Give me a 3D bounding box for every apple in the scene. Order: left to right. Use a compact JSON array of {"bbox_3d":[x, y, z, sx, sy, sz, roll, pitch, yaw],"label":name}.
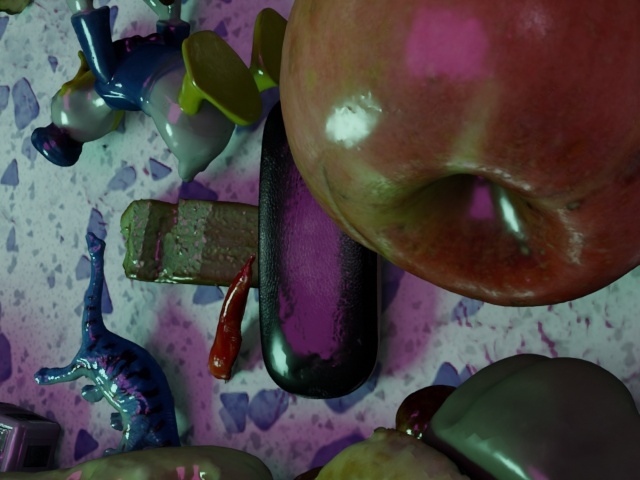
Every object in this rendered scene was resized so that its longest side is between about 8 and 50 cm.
[{"bbox_3d":[0.147,-0.143,1.049,0.364,0.364,0.364,-4,82,32],"label":"apple"}]

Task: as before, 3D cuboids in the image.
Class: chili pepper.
[{"bbox_3d":[-0.091,0.083,1.316,0.045,0.027,0.178,-93,17,-50],"label":"chili pepper"}]

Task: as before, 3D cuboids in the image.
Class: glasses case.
[{"bbox_3d":[0.000,0.000,1.276,0.122,0.075,0.314,-3,82,18],"label":"glasses case"}]

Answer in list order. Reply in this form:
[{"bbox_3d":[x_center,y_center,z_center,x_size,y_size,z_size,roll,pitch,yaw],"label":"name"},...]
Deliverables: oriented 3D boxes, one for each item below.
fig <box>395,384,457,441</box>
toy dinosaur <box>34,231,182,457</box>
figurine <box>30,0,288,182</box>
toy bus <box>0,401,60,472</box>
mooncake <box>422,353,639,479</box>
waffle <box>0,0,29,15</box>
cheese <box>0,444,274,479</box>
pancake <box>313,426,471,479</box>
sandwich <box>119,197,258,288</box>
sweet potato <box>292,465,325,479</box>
[{"bbox_3d":[0.113,0.200,1.193,0.089,0.089,0.125,12,113,33],"label":"fig"},{"bbox_3d":[-0.215,0.163,1.390,0.144,0.076,0.329,-33,81,26],"label":"toy dinosaur"},{"bbox_3d":[-0.217,-0.184,1.374,0.338,0.204,0.283,-29,83,35],"label":"figurine"},{"bbox_3d":[-0.374,0.291,1.471,0.108,0.096,0.199,13,88,27],"label":"toy bus"},{"bbox_3d":[0.213,0.205,1.023,0.135,0.275,0.275,-41,60,-15],"label":"mooncake"},{"bbox_3d":[-0.401,-0.431,1.597,0.221,0.055,0.248,36,103,31],"label":"waffle"},{"bbox_3d":[-0.216,0.289,1.290,0.328,0.129,0.351,-37,38,-11],"label":"cheese"},{"bbox_3d":[0.117,0.336,1.063,0.387,0.082,0.387,36,144,32],"label":"pancake"},{"bbox_3d":[-0.142,0.003,1.362,0.244,0.088,0.090,2,85,32],"label":"sandwich"},{"bbox_3d":[0.064,0.287,1.218,0.233,0.062,0.081,35,118,27],"label":"sweet potato"}]
